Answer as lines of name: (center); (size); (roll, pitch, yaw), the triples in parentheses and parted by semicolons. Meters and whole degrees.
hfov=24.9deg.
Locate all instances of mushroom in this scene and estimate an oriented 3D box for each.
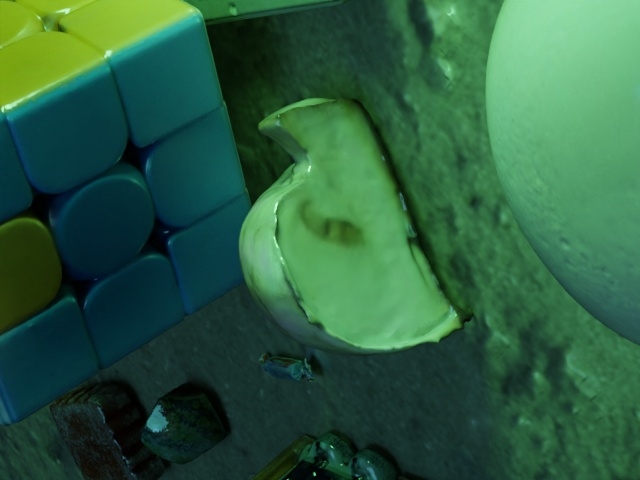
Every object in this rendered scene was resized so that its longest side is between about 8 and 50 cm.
mushroom: (-0.021, 0.011, 1.253); (0.173, 0.162, 0.236); (-16, 102, 50)

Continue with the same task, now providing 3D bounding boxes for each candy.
candy: (-0.035, 0.128, 1.473); (0.083, 0.020, 0.030); (8, 122, 47)

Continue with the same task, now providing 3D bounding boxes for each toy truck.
toy truck: (0.059, 0.315, 1.416); (0.305, 0.136, 0.162); (16, 134, 44)

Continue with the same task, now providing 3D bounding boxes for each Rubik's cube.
Rubik's cube: (-0.265, -0.069, 1.302); (0.291, 0.292, 0.290); (35, 148, 44)

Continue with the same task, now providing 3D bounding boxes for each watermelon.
watermelon: (-0.157, 0.208, 1.630); (0.072, 0.092, 0.084); (-97, -13, -86)

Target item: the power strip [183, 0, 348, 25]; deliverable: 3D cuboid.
power strip: (-0.057, -0.227, 1.210); (0.272, 0.052, 0.078); (1, 117, 47)

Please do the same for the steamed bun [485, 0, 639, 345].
steamed bun: (0.241, -0.068, 0.869); (0.324, 0.206, 0.324); (27, 133, 33)

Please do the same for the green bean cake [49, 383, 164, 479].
green bean cake: (-0.261, 0.241, 1.779); (0.135, 0.056, 0.135); (-10, 108, 53)
